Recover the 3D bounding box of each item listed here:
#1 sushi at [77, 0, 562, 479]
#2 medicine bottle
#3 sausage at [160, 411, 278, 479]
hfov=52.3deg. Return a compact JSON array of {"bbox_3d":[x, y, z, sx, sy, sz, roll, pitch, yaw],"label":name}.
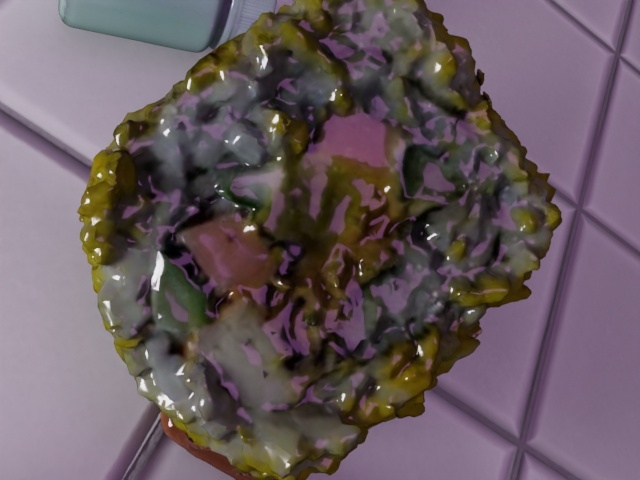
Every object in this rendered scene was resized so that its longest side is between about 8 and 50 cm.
[{"bbox_3d":[0.000,0.000,0.589,0.396,0.240,0.351,-41,95,-11],"label":"sushi"},{"bbox_3d":[-0.174,-0.291,0.738,0.225,0.139,0.139,5,66,-25],"label":"medicine bottle"},{"bbox_3d":[-0.088,0.205,0.630,0.158,0.042,0.036,35,96,-8],"label":"sausage"}]
